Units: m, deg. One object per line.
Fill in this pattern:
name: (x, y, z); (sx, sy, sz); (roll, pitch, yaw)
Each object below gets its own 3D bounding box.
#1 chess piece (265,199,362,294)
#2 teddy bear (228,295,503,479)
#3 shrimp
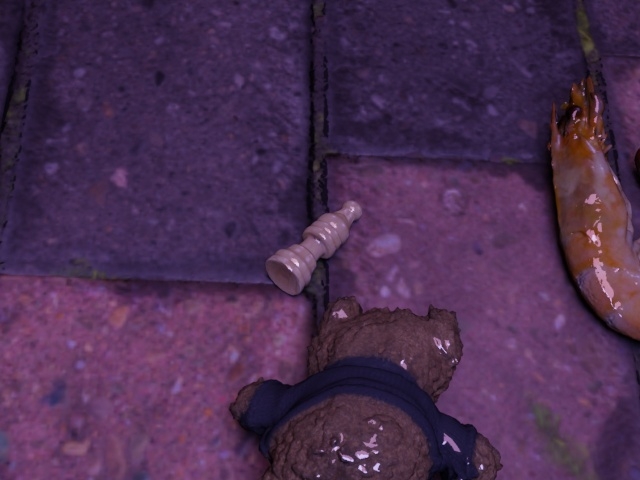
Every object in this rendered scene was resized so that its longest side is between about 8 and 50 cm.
chess piece: (0.000, 0.000, 0.800); (0.035, 0.035, 0.092); (36, 58, 16)
teddy bear: (0.022, 0.140, 0.660); (0.181, 0.129, 0.251); (18, 59, 3)
shrimp: (0.249, -0.027, 0.829); (0.132, 0.053, 0.236); (-7, 63, -7)
